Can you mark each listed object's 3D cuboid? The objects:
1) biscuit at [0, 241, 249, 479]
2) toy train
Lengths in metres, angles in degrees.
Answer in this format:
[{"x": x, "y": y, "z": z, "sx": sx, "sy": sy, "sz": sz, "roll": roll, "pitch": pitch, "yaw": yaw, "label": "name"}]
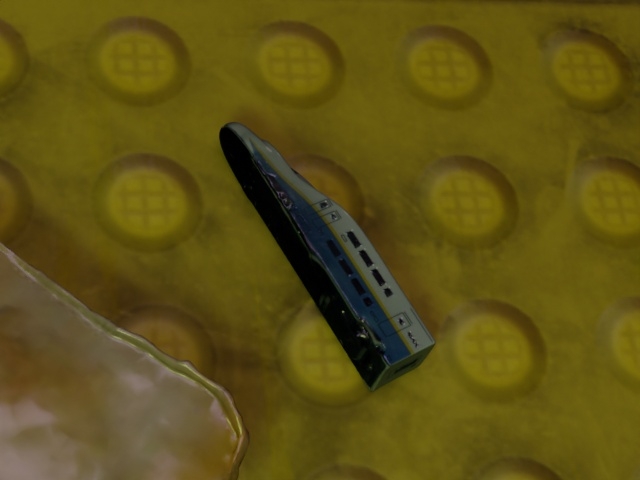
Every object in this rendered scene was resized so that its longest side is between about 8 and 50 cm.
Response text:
[{"x": -0.303, "y": 0.158, "z": 0.921, "sx": 0.429, "sy": 0.104, "sz": 0.446, "roll": 29, "pitch": 57, "yaw": 3, "label": "biscuit"}, {"x": 0.000, "y": 0.000, "z": 1.105, "sx": 0.051, "sy": 0.052, "sz": 0.234, "roll": -24, "pitch": 70, "yaw": -26, "label": "toy train"}]
